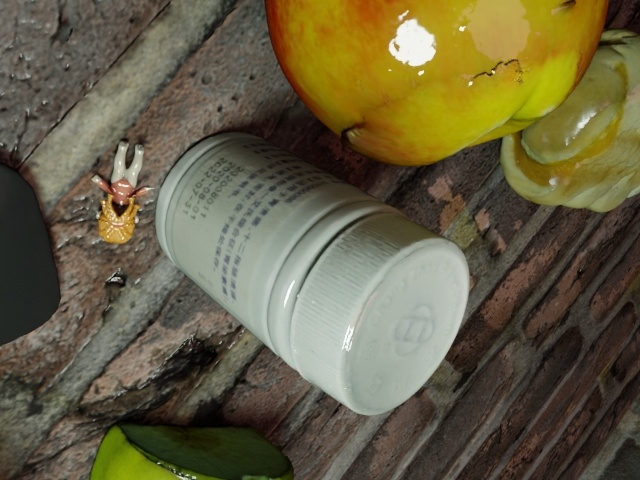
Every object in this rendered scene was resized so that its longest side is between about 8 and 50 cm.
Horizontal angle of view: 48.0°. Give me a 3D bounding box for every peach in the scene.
[{"bbox_3d":[0.110,-0.266,0.733,0.370,0.370,0.370,-23,128,-32],"label":"peach"}]

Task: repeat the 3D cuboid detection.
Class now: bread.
[{"bbox_3d":[0.436,-0.201,1.157,0.341,0.210,0.301,-4,139,-35],"label":"bread"}]

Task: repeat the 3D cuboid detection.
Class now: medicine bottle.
[{"bbox_3d":[-0.017,0.021,0.765,0.189,0.332,0.190,-23,128,-32],"label":"medicine bottle"}]

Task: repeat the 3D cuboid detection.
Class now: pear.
[{"bbox_3d":[-0.183,0.380,0.964,0.292,0.159,0.293,-23,131,-30],"label":"pear"}]

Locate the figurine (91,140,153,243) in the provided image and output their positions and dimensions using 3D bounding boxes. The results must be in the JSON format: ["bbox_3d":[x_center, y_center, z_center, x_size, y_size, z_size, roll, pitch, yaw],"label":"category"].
[{"bbox_3d":[-0.211,-0.050,0.760,0.064,0.047,0.109,11,101,-16],"label":"figurine"}]

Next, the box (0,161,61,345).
[{"bbox_3d":[-0.357,0.028,0.668,0.212,0.042,0.201,-24,128,-33],"label":"box"}]
